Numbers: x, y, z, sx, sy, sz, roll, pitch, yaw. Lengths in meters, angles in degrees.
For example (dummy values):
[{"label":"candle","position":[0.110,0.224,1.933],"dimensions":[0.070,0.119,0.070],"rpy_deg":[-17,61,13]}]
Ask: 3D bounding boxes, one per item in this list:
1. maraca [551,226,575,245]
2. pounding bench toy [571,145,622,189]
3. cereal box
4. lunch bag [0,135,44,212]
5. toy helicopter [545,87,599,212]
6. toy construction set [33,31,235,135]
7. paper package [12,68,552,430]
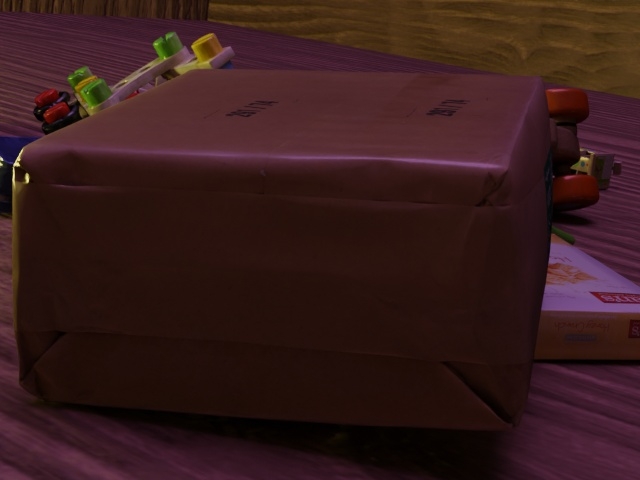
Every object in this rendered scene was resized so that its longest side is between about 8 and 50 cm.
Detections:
[{"label":"maraca","position":[0.186,-0.033,1.294],"dimensions":[0.185,0.099,0.127],"rpy_deg":[28,-4,-33]},{"label":"pounding bench toy","position":[0.387,-0.106,1.787],"dimensions":[0.083,0.052,0.065],"rpy_deg":[-6,18,-43]},{"label":"cereal box","position":[0.170,0.042,1.059],"dimensions":[0.172,0.047,0.240],"rpy_deg":[1,14,-16]},{"label":"lunch bag","position":[-0.292,-0.061,1.232],"dimensions":[0.098,0.065,0.067],"rpy_deg":[-1,31,-34]},{"label":"toy helicopter","position":[0.163,-0.107,1.477],"dimensions":[0.235,0.140,0.355],"rpy_deg":[-11,-12,36]},{"label":"toy construction set","position":[-0.212,-0.156,1.440],"dimensions":[0.215,0.151,0.327],"rpy_deg":[-32,8,-7]},{"label":"paper package","position":[-0.001,-0.011,0.847],"dimensions":[0.309,0.168,0.325],"rpy_deg":[3,16,12]}]
